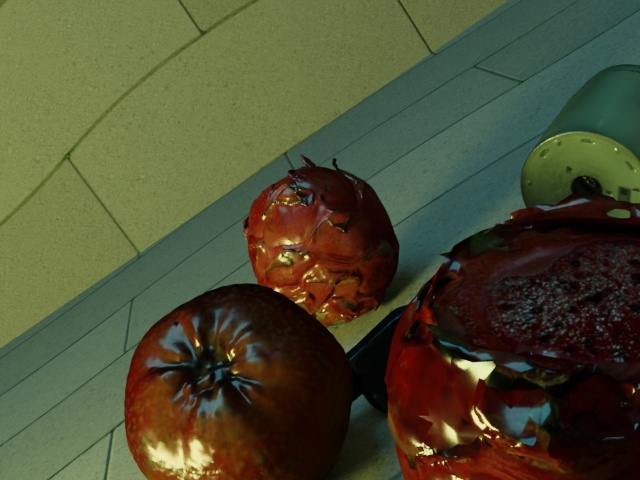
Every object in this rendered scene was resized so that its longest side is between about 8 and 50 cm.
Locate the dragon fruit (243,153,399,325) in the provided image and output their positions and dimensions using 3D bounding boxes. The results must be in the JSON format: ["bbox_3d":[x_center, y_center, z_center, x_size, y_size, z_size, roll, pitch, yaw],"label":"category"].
[{"bbox_3d":[0.001,0.009,1.700,0.241,0.252,0.241,-27,-32,-19],"label":"dragon fruit"}]

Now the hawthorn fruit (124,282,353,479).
[{"bbox_3d":[-0.091,0.191,1.302,0.275,0.275,0.299,-37,-11,-7],"label":"hawthorn fruit"}]

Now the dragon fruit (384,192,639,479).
[{"bbox_3d":[0.199,0.129,0.821,0.296,0.301,0.295,-25,18,9],"label":"dragon fruit"}]

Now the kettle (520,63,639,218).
[{"bbox_3d":[0.401,-0.115,1.439,0.240,0.165,0.255,9,33,26],"label":"kettle"}]

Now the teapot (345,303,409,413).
[{"bbox_3d":[0.081,0.148,1.412,0.177,0.087,0.096,-41,12,-21],"label":"teapot"}]
